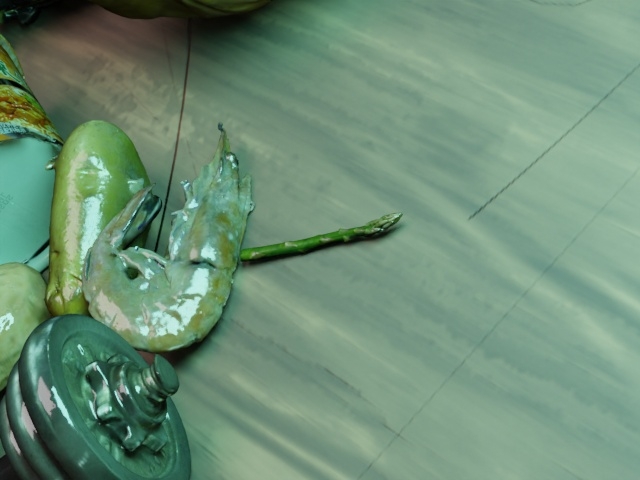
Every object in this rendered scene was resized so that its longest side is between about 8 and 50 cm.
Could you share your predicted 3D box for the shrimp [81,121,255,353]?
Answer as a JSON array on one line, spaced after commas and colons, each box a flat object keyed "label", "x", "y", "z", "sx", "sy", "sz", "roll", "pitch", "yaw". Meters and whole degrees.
[{"label": "shrimp", "x": -0.125, "y": -0.006, "z": 1.544, "sx": 0.126, "sy": 0.047, "sz": 0.223, "roll": 12, "pitch": 59, "yaw": 6}]

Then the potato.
[{"label": "potato", "x": -0.190, "y": -0.010, "z": 1.592, "sx": 0.085, "sy": 0.105, "sz": 0.188, "roll": -11, "pitch": 59, "yaw": 38}]

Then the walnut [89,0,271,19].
[{"label": "walnut", "x": -0.109, "y": -0.375, "z": 1.620, "sx": 0.354, "sy": 0.308, "sz": 0.398, "roll": -21, "pitch": 51, "yaw": 26}]

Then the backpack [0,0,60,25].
[{"label": "backpack", "x": -0.282, "y": -0.326, "z": 1.872, "sx": 0.253, "sy": 0.140, "sz": 0.207, "roll": -7, "pitch": 57, "yaw": 30}]

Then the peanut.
[{"label": "peanut", "x": -0.316, "y": 0.111, "z": 1.599, "sx": 0.104, "sy": 0.086, "sz": 0.228, "roll": 20, "pitch": 56, "yaw": 37}]

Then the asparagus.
[{"label": "asparagus", "x": 0.000, "y": 0.000, "z": 1.483, "sx": 0.163, "sy": 0.016, "sz": 0.016, "roll": -12, "pitch": 38, "yaw": 37}]

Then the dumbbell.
[{"label": "dumbbell", "x": -0.273, "y": 0.208, "z": 1.459, "sx": 0.406, "sy": 0.179, "sz": 0.179, "roll": -34, "pitch": 45, "yaw": 19}]

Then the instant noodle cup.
[{"label": "instant noodle cup", "x": -0.333, "y": -0.065, "z": 1.684, "sx": 0.230, "sy": 0.230, "sz": 0.182, "roll": -48, "pitch": 52, "yaw": 4}]
